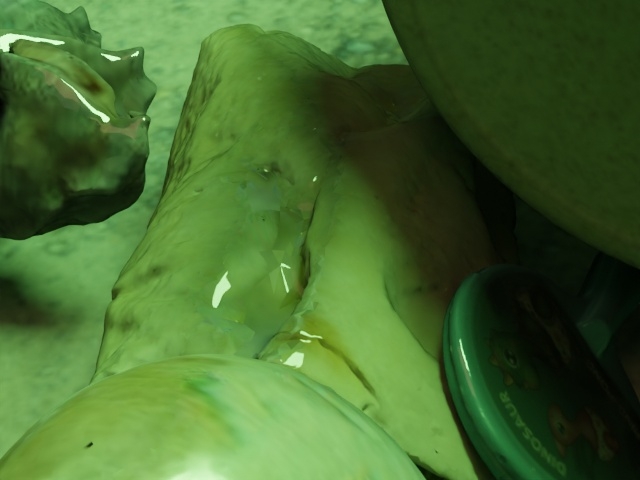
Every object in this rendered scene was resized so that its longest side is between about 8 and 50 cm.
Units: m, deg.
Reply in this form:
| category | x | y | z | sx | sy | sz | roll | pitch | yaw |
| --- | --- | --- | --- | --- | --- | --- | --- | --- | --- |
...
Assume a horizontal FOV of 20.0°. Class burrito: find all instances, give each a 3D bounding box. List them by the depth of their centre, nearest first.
| category | x | y | z | sx | sy | sz | roll | pitch | yaw |
| --- | --- | --- | --- | --- | --- | --- | --- | --- | --- |
| burrito | -0.003 | -0.001 | 0.859 | 0.190 | 0.135 | 0.332 | -6 | 39 | 10 |

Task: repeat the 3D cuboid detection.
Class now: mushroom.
| category | x | y | z | sx | sy | sz | roll | pitch | yaw |
| --- | --- | --- | --- | --- | --- | --- | --- | --- | --- |
| mushroom | -0.061 | 0.166 | 0.635 | 0.243 | 0.243 | 0.243 | -6 | 41 | 6 |

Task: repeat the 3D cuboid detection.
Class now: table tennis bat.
| category | x | y | z | sx | sy | sz | roll | pitch | yaw |
| --- | --- | --- | --- | --- | --- | --- | --- | --- | --- |
| table tennis bat | 0.112 | 0.051 | 0.811 | 0.033 | 0.124 | 0.201 | -33 | 7 | 35 |

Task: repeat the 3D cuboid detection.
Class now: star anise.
| category | x | y | z | sx | sy | sz | roll | pitch | yaw |
| --- | --- | --- | --- | --- | --- | --- | --- | --- | --- |
| star anise | -0.241 | -0.060 | 0.968 | 0.359 | 0.139 | 0.316 | 16 | 18 | 29 |

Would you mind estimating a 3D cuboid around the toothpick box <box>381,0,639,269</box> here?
| category | x | y | z | sx | sy | sz | roll | pitch | yaw |
| --- | --- | --- | --- | --- | --- | --- | --- | --- | --- |
| toothpick box | 0.252 | -0.208 | 0.837 | 0.409 | 0.409 | 0.425 | 16 | 47 | 28 |
